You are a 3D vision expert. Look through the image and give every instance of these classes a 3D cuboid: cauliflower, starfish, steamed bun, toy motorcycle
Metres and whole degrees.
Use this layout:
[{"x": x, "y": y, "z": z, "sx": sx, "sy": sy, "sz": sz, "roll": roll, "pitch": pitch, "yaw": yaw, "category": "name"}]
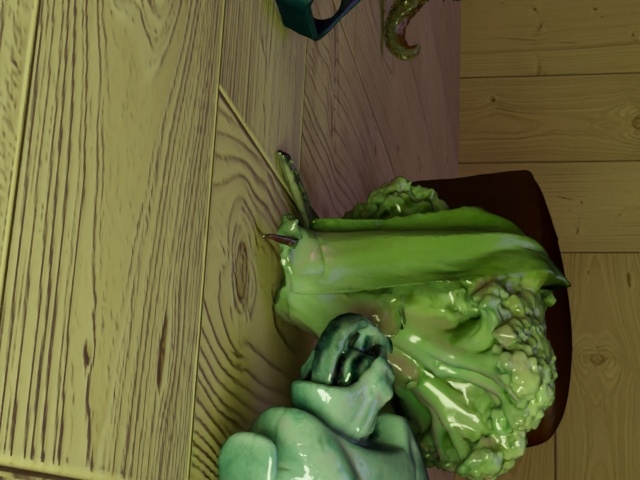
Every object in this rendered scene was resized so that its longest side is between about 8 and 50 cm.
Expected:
[{"x": 0.055, "y": 0.055, "z": 0.878, "sx": 0.315, "sy": 0.239, "sz": 0.256, "roll": 23, "pitch": 57, "yaw": -34, "category": "cauliflower"}, {"x": 0.134, "y": -0.392, "z": 1.478, "sx": 0.303, "sy": 0.113, "sz": 0.312, "roll": 49, "pitch": 39, "yaw": -73, "category": "starfish"}, {"x": 0.170, "y": 0.101, "z": 1.296, "sx": 0.379, "sy": 0.235, "sz": 0.248, "roll": -75, "pitch": 156, "yaw": -58, "category": "steamed bun"}, {"x": 0.007, "y": 0.195, "z": 0.727, "sx": 0.206, "sy": 0.154, "sz": 0.260, "roll": -42, "pitch": 128, "yaw": -45, "category": "toy motorcycle"}]

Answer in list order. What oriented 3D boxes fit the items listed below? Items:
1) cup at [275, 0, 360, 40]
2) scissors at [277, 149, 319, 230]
[{"x": 0.014, "y": -0.235, "z": 0.836, "sx": 0.176, "sy": 0.131, "sz": 0.155, "roll": -67, "pitch": 170, "yaw": 14, "category": "cup"}, {"x": 0.000, "y": 0.000, "z": 0.979, "sx": 0.300, "sy": 0.022, "sz": 0.109, "roll": 70, "pitch": 19, "yaw": -61, "category": "scissors"}]
